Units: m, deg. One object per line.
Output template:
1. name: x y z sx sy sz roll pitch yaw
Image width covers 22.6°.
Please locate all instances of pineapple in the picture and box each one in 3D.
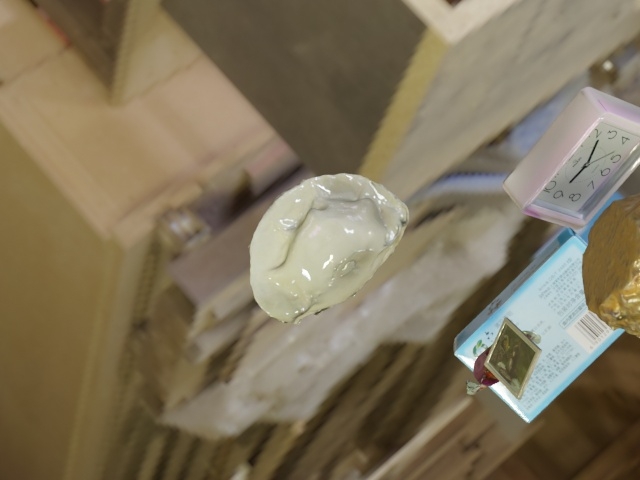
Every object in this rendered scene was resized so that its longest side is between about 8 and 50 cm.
1. pineapple: 0.352 0.044 1.382 0.128 0.248 0.128 -163 -90 -76

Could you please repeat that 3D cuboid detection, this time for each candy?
1. candy: 0.223 0.146 1.972 0.045 0.043 0.175 -2 154 -26

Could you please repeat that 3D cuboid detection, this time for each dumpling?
1. dumpling: 0.000 0.000 2.228 0.247 0.172 0.142 -40 172 -4

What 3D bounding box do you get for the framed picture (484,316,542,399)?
1. framed picture: 0.221 0.135 1.842 0.006 0.089 0.066 15 107 -26

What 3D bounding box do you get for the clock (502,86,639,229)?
1. clock: 0.377 -0.114 2.300 0.150 0.063 0.197 15 123 -42

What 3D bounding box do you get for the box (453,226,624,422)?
1. box: 0.310 0.114 2.172 0.232 0.142 0.083 -46 -175 11
